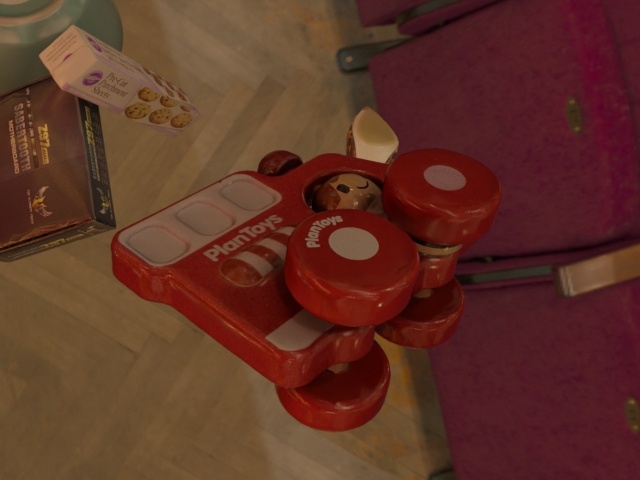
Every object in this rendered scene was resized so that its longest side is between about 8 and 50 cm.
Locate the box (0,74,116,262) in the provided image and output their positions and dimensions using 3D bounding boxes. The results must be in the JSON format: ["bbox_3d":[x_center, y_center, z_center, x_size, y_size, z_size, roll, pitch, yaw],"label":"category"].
[{"bbox_3d":[-0.392,-0.104,1.000,0.183,0.059,0.233,-16,76,14],"label":"box"}]

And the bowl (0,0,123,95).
[{"bbox_3d":[-0.463,-0.365,1.089,0.311,0.163,0.311,5,71,-14],"label":"bowl"}]

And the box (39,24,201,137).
[{"bbox_3d":[-0.276,-0.220,1.041,0.067,0.324,0.063,-38,79,8],"label":"box"}]

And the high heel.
[{"bbox_3d":[0.061,-0.099,1.234,0.093,0.186,0.261,13,45,-18],"label":"high heel"}]

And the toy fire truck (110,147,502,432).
[{"bbox_3d":[0.000,0.000,0.648,0.302,0.254,0.169,-35,146,-39],"label":"toy fire truck"}]
